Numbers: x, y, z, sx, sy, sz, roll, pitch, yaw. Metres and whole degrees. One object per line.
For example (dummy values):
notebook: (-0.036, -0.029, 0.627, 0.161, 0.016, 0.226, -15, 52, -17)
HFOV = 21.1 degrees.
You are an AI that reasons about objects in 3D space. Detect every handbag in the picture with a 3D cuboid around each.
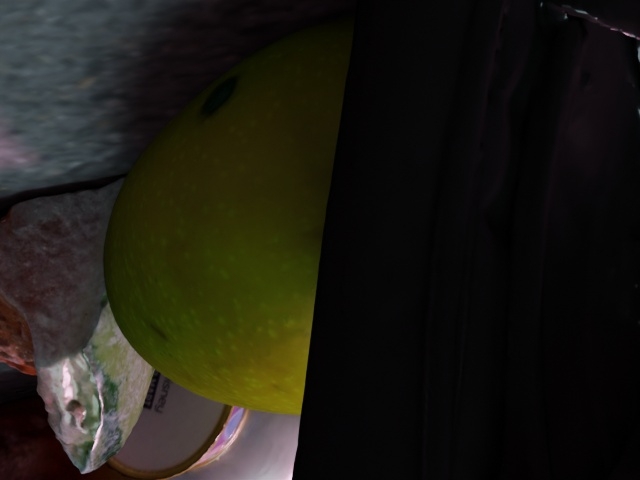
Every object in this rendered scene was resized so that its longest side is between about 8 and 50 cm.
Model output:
handbag: (0.094, 0.012, 0.537, 0.088, 0.275, 0.244, 6, 175, 45)

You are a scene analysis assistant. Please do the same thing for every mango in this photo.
mango: (0.000, 0.000, 0.691, 0.175, 0.143, 0.293, -12, 174, -16)

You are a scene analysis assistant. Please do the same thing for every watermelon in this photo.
watermelon: (-0.131, 0.009, 0.814, 0.158, 0.121, 0.098, 33, 157, 26)

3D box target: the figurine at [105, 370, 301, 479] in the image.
figurine: (-0.014, 0.094, 0.957, 0.189, 0.142, 0.263, 19, 179, 34)

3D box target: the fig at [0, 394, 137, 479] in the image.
fig: (-0.147, 0.201, 1.096, 0.224, 0.224, 0.263, 13, 138, -44)

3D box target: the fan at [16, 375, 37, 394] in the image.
fan: (-0.162, 0.087, 1.081, 0.083, 0.004, 0.056, -18, 158, 31)
